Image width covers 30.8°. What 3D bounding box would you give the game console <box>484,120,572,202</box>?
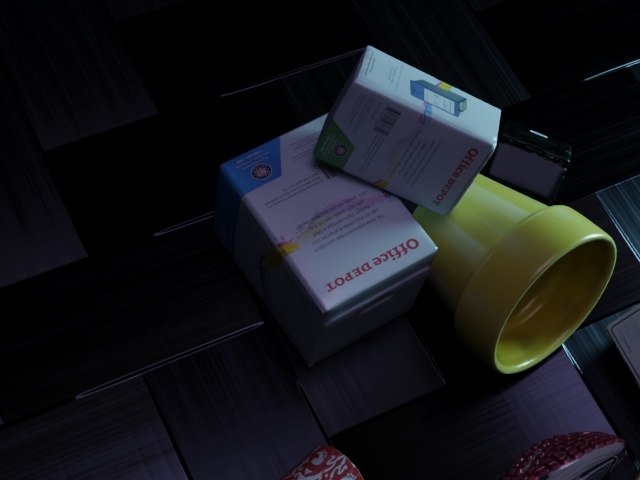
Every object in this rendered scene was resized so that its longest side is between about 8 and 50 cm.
[{"bbox_3d":[0.345,-0.132,1.926,0.122,0.071,0.107,23,31,3],"label":"game console"}]

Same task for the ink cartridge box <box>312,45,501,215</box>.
[{"bbox_3d":[0.119,-0.147,1.602,0.212,0.154,0.093,25,44,-6],"label":"ink cartridge box"}]

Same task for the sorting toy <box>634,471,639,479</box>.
[{"bbox_3d":[0.481,0.447,1.597,0.193,0.038,0.208,31,74,14],"label":"sorting toy"}]

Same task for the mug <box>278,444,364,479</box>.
[{"bbox_3d":[-0.023,0.374,1.556,0.113,0.150,0.169,16,47,43],"label":"mug"}]

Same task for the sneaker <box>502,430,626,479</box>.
[{"bbox_3d":[0.306,0.361,1.604,0.299,0.121,0.112,-30,99,-23],"label":"sneaker"}]

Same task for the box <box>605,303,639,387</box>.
[{"bbox_3d":[0.577,0.120,1.670,0.087,0.290,0.169,5,51,-50],"label":"box"}]

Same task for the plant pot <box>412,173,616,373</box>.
[{"bbox_3d":[0.261,0.027,1.706,0.254,0.254,0.239,-31,55,-23],"label":"plant pot"}]

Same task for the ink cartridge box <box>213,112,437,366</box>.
[{"bbox_3d":[0.000,0.000,1.694,0.198,0.197,0.270,-27,68,-22],"label":"ink cartridge box"}]
